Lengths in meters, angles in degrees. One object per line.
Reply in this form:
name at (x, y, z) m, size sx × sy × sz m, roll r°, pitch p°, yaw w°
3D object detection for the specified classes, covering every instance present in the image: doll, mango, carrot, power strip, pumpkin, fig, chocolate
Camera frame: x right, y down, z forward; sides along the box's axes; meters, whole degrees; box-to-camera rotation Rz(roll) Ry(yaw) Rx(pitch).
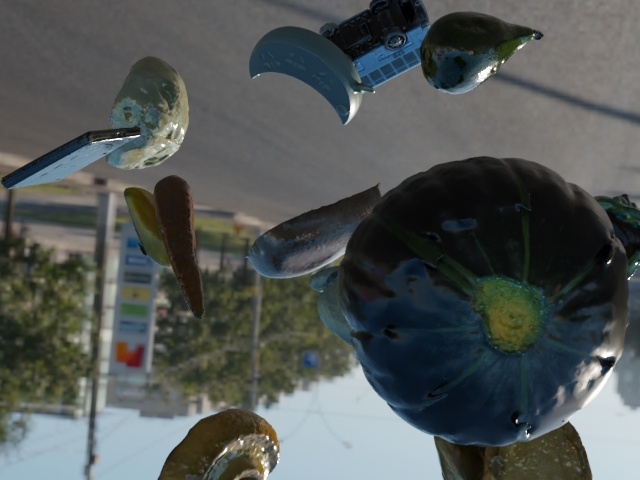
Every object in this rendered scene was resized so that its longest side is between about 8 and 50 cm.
doll at (0.054, 0.111, 1.790) m, size 0.214 × 0.103 × 0.071 m, roll 46°, pitch -172°, yaw 38°
mango at (-0.301, -0.024, 2.083) m, size 0.066 × 0.187 × 0.101 m, roll -29°, pitch -174°, yaw 35°
carrot at (-0.159, 0.007, 1.283) m, size 0.048 × 0.216 × 0.048 m, roll -10°, pitch 141°, yaw -8°
power strip at (-0.015, -0.308, 2.058) m, size 0.253 × 0.054 × 0.167 m, roll 27°, pitch 150°, yaw 13°
pumpkin at (0.161, 0.056, 1.143) m, size 0.295 × 0.296 × 0.296 m, roll 5°, pitch 178°, yaw 0°
fig at (0.220, -0.269, 1.531) m, size 0.177 × 0.117 × 0.117 m, roll -26°, pitch -173°, yaw -17°
chocolate at (0.002, 0.000, 1.980) m, size 0.261 × 0.083 × 0.161 m, roll -24°, pitch 165°, yaw -18°

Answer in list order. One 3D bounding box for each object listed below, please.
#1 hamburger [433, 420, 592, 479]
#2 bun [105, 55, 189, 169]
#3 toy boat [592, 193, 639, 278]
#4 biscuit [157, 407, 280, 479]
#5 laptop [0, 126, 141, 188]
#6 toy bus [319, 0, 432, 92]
hamburger at (0.272, 0.335, 1.579) m, size 0.146 × 0.243 × 0.286 m, roll -26°, pitch 116°, yaw 38°
bun at (-0.308, -0.222, 2.040) m, size 0.133 × 0.231 × 0.231 m, roll 21°, pitch 176°, yaw -7°
toy boat at (0.272, 0.071, 1.284) m, size 0.108 × 0.293 × 0.099 m, roll 25°, pitch -162°, yaw -12°
biscuit at (-0.181, 0.419, 1.935) m, size 0.091 × 0.274 × 0.213 m, roll 21°, pitch 166°, yaw 39°
laptop at (-0.413, -0.138, 1.868) m, size 0.207 × 0.026 × 0.154 m, roll -22°, pitch 177°, yaw 29°
toy bus at (0.106, -0.373, 2.142) m, size 0.234 × 0.116 × 0.133 m, roll -26°, pitch 145°, yaw 12°
